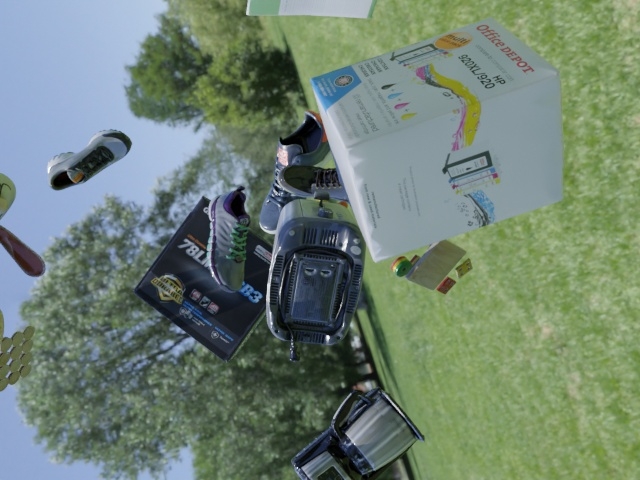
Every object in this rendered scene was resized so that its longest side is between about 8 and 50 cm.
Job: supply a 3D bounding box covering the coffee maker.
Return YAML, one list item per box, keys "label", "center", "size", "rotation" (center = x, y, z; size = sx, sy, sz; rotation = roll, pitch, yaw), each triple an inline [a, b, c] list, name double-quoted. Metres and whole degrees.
- label: "coffee maker"
  center: [0.056, 0.324, 1.032]
  size: [0.120, 0.178, 0.171]
  rotation: [46, 168, 27]

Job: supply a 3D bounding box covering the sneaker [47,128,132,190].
- label: "sneaker"
  center: [-0.643, -0.216, 1.895]
  size: [0.100, 0.272, 0.108]
  rotation: [54, -165, -41]

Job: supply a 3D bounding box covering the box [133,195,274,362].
- label: "box"
  center: [-0.252, 0.093, 1.655]
  size: [0.295, 0.293, 0.073]
  rotation: [36, -179, 7]

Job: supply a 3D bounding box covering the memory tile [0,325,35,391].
- label: "memory tile"
  center: [-0.725, 0.279, 1.608]
  size: [0.113, 0.012, 0.148]
  rotation: [-39, -33, -64]

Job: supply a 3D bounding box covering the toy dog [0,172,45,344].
- label: "toy dog"
  center: [-0.569, 0.069, 1.103]
  size: [0.161, 0.220, 0.333]
  rotation: [33, 127, 40]

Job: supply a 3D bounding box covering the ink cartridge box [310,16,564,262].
- label: "ink cartridge box"
  center: [0.134, -0.119, 0.782]
  size: [0.171, 0.233, 0.168]
  rotation: [-110, 1, -50]

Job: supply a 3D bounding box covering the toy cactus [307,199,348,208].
- label: "toy cactus"
  center: [0.000, 0.000, 1.469]
  size: [0.219, 0.112, 0.180]
  rotation: [156, 106, -70]

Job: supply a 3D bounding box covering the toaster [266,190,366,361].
- label: "toaster"
  center: [-0.011, 0.046, 0.985]
  size: [0.146, 0.129, 0.226]
  rotation: [-97, 14, -68]

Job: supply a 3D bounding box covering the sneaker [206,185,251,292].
- label: "sneaker"
  center: [-0.188, -0.004, 1.445]
  size: [0.083, 0.098, 0.223]
  rotation: [5, -112, -41]

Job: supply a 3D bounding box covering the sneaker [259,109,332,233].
- label: "sneaker"
  center: [-0.081, -0.187, 1.786]
  size: [0.131, 0.350, 0.148]
  rotation: [29, 180, 34]

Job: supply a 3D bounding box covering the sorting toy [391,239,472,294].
- label: "sorting toy"
  center: [0.282, 0.051, 1.684]
  size: [0.274, 0.132, 0.046]
  rotation: [23, -159, -49]

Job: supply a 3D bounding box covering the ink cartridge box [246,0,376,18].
- label: "ink cartridge box"
  center: [-0.006, -0.464, 1.171]
  size: [0.171, 0.235, 0.056]
  rotation: [112, 154, -61]

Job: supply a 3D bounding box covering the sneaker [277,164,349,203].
- label: "sneaker"
  center: [0.013, -0.151, 1.620]
  size: [0.118, 0.222, 0.083]
  rotation: [130, 148, -72]
